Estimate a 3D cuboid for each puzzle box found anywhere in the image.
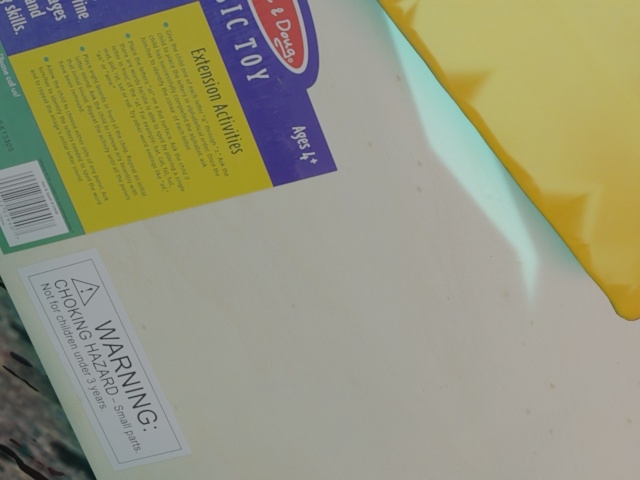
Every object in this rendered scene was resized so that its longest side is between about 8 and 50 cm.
[{"bbox_3d":[0.000,0.000,0.820,0.272,0.052,0.409,-13,112,22],"label":"puzzle box"}]

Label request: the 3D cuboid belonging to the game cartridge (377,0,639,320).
[{"bbox_3d":[0.155,-0.167,0.660,0.324,0.052,0.285,-35,106,15],"label":"game cartridge"}]
